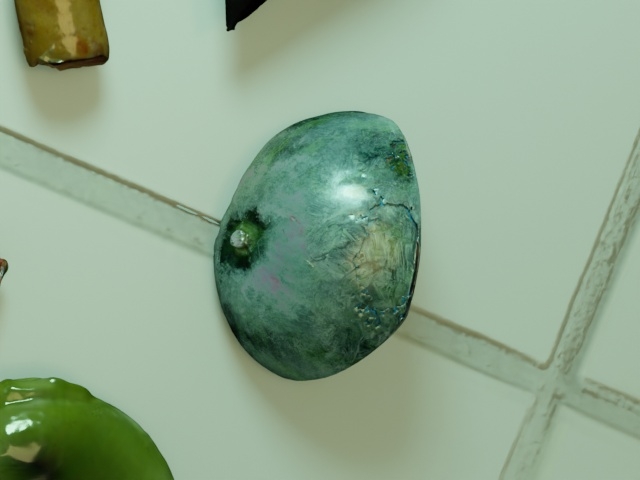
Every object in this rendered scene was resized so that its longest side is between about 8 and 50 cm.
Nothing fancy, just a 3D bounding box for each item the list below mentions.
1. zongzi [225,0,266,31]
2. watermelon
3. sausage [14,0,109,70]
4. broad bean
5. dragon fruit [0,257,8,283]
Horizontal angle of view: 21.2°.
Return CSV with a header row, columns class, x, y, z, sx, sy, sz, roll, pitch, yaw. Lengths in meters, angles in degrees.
class,x,y,z,sx,sy,sz,roll,pitch,yaw
zongzi,-0.041,-0.431,1.866,0.362,0.319,0.383,-47,123,-13
watermelon,-0.006,-0.001,1.912,0.175,0.188,0.321,8,87,-26
sausage,-0.283,-0.320,1.856,0.109,0.109,0.270,0,94,-17
broad bean,-0.285,0.284,1.881,0.238,0.119,0.291,-45,107,-19
dragon fruit,-0.381,0.026,1.856,0.081,0.086,0.116,9,81,20
